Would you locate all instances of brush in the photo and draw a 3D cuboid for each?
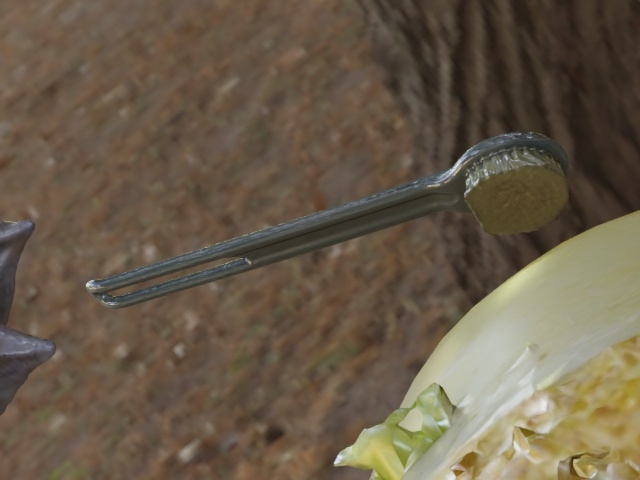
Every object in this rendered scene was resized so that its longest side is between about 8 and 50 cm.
[{"bbox_3d":[0.000,0.000,0.872,0.266,0.062,0.027,-16,51,15],"label":"brush"}]

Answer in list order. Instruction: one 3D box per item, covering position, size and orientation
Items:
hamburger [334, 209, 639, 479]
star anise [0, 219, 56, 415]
[{"bbox_3d":[0.130,0.126,0.455,0.294,0.276,0.179,-31,24,20],"label":"hamburger"},{"bbox_3d":[-0.192,0.071,0.696,0.209,0.089,0.231,-60,29,-7],"label":"star anise"}]
